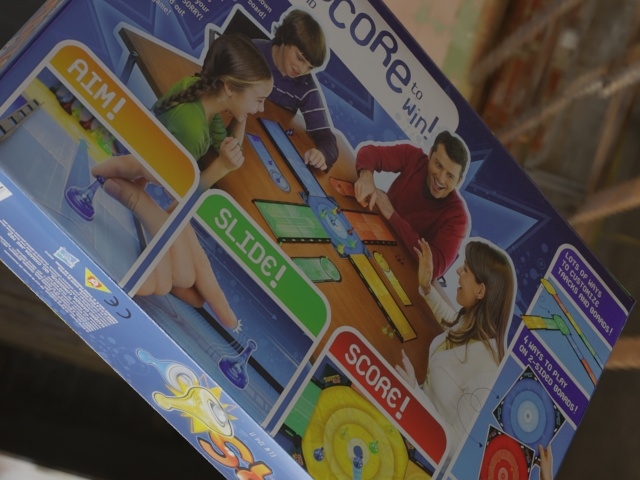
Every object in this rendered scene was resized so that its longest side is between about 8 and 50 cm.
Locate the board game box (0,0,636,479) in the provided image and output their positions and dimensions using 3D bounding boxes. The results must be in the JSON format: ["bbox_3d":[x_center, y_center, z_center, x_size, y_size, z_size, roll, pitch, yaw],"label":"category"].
[{"bbox_3d":[0.000,0.000,0.420,0.035,0.201,0.136,-19,-151,49],"label":"board game box"}]
